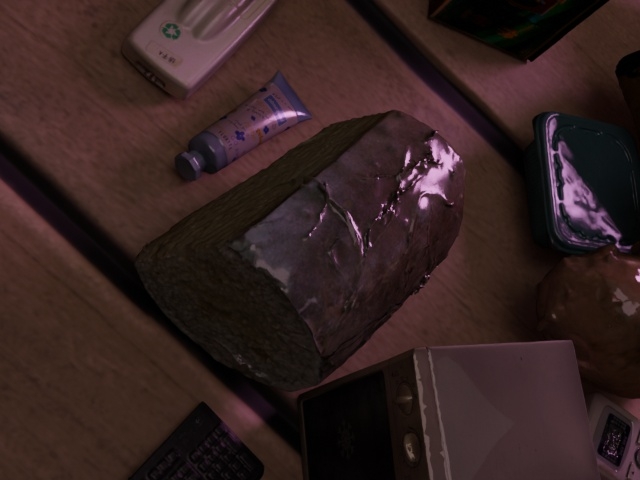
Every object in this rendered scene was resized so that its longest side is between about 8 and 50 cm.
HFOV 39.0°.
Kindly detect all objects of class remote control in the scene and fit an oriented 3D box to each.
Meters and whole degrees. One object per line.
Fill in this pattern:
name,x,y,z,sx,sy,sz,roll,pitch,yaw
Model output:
remote control,0.371,0.258,1.039,0.190,0.029,0.087,36,62,-11
remote control,-0.110,-0.253,0.975,0.090,0.049,0.230,40,62,-5

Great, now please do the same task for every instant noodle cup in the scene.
instant noodle cup,0.315,-0.057,1.098,0.157,0.070,0.179,7,70,-25

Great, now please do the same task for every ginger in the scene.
ginger,0.391,0.044,1.006,0.304,0.155,0.244,-45,112,-5

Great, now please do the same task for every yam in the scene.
yam,0.004,0.003,0.869,0.271,0.202,0.201,-48,118,-31

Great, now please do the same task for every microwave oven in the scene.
microwave oven,0.110,0.184,0.819,0.194,0.240,0.145,4,70,-24

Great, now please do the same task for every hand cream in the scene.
hand cream,-0.081,-0.116,0.948,0.171,0.043,0.065,-40,98,-35

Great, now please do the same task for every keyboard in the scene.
keyboard,-0.192,0.296,0.753,0.103,0.041,0.381,47,60,-4

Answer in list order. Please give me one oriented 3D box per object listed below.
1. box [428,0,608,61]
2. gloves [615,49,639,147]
box,0.254,-0.317,1.058,0.159,0.240,0.071,16,66,-19
gloves,0.491,-0.092,1.136,0.155,0.203,0.356,-40,99,8
